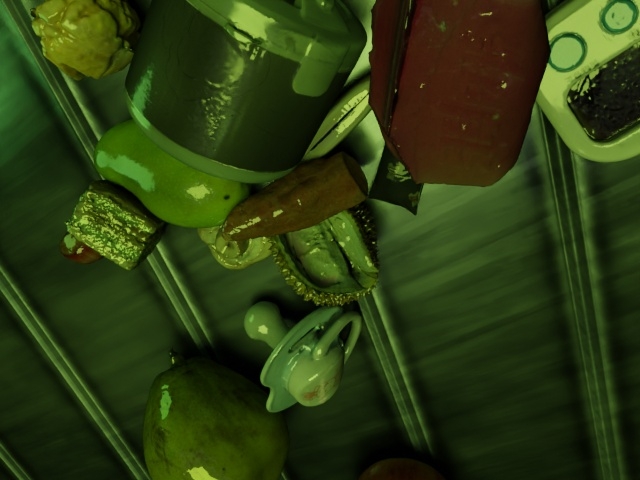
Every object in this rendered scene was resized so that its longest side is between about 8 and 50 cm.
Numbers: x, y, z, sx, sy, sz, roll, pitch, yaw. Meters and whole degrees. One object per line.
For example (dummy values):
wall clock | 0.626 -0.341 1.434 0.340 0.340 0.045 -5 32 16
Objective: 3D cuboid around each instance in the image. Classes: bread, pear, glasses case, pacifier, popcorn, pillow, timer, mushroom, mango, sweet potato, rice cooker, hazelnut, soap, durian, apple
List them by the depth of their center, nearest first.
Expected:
soap | 0.173 -0.215 0.743 0.220 0.127 0.324 -2 131 -9
rice cooker | -0.100 -0.250 0.757 0.288 0.288 0.277 28 120 -6
timer | 0.421 -0.247 0.760 0.262 0.087 0.237 -33 109 27
popcorn | -0.341 -0.311 0.833 0.152 0.167 0.148 44 83 6
sweet potato | -0.036 -0.064 0.857 0.252 0.097 0.097 -23 119 -15
glasses case | 0.025 -0.184 0.880 0.051 0.081 0.204 43 117 -12
mango | -0.237 -0.119 0.909 0.293 0.175 0.143 20 158 23
pillow | 0.133 -0.117 0.915 0.090 0.048 0.150 12 122 -4
durian | 0.000 0.000 0.966 0.193 0.237 0.138 -2 165 -9
bread | -0.344 -0.035 0.980 0.138 0.196 0.102 34 94 -8
mushroom | -0.144 -0.015 0.994 0.148 0.112 0.148 8 119 16
pacifier | -0.050 0.191 1.079 0.226 0.238 0.287 37 154 23
hazelnut | -0.457 0.009 1.094 0.086 0.086 0.086 5 121 8
pear | -0.228 0.391 1.164 0.287 0.287 0.375 -28 89 24
apple | 0.185 0.622 1.239 0.286 0.233 0.286 4 124 5
